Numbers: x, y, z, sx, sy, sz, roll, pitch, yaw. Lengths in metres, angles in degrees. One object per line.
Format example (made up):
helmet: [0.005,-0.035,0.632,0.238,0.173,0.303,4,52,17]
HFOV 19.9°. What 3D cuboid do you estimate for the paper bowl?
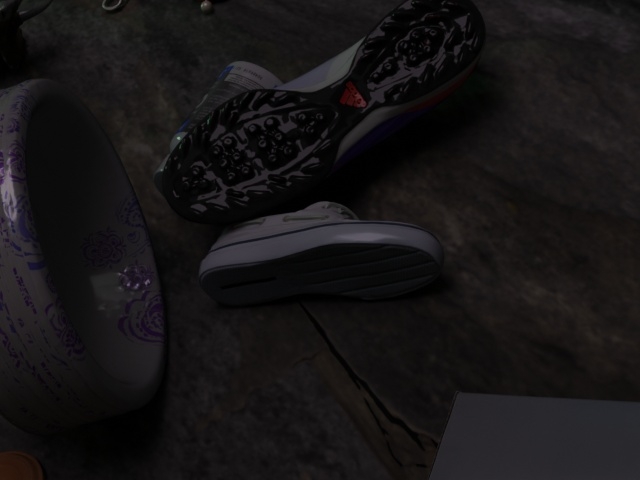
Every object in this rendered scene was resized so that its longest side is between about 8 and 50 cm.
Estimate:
paper bowl: [-0.246,0.020,1.504,0.148,0.284,0.284,-18,44,14]

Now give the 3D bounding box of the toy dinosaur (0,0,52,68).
toy dinosaur: [-0.426,-0.214,1.959,0.314,0.121,0.160,15,46,42]

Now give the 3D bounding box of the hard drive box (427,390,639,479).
hard drive box: [0.208,0.189,1.188,0.232,0.181,0.089,1,51,27]

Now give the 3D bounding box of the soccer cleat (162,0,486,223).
soccer cleat: [0.008,-0.105,1.618,0.318,0.116,0.108,-33,77,-3]

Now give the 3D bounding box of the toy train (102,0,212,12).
toy train: [-0.156,-0.292,1.918,0.166,0.046,0.125,-1,50,26]

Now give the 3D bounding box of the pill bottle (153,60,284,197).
pill bottle: [-0.090,-0.092,1.675,0.078,0.078,0.137,14,57,36]

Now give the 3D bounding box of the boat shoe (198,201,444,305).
boat shoe: [0.000,0.000,1.539,0.226,0.083,0.075,-4,50,25]

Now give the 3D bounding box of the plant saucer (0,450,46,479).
plant saucer: [-0.271,0.212,1.534,0.084,0.013,0.083,-15,45,15]
